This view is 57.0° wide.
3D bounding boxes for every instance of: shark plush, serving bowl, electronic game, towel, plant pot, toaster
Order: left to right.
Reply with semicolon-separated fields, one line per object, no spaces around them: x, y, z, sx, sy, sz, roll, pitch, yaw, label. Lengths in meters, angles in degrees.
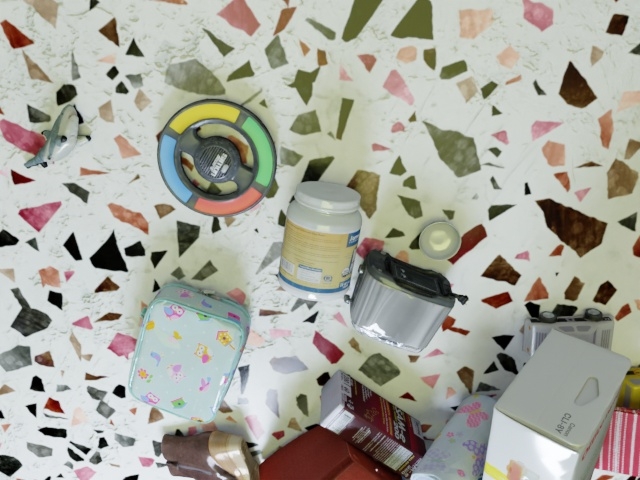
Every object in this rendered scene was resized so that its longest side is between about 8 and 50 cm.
-0.509;-0.189;1.134;0.161;0.073;0.067;-34;88;35;shark plush
-0.197;-0.153;1.124;0.229;0.048;0.229;0;111;1;electronic game
0.042;0.558;1.299;0.267;0.267;0.236;41;96;-13;plant pot
0.164;0.127;1.184;0.226;0.129;0.146;20;115;-9;toaster
0.237;-0.002;1.182;0.083;0.027;0.083;0;112;1;serving bowl
0.632;0.428;1.277;0.274;0.031;0.199;3;121;28;towel

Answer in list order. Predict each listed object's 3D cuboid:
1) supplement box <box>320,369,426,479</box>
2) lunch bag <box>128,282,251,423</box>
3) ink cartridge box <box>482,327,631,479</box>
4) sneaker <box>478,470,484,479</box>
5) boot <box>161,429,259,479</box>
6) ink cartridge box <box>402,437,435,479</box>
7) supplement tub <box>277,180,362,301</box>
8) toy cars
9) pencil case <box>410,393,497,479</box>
0.115;0.400;1.290;0.239;0.130;0.073;35;108;-12;supplement box
-0.281;0.230;1.246;0.224;0.108;0.279;21;109;-1;lunch bag
0.447;0.409;1.158;0.160;0.279;0.385;23;130;33;ink cartridge box
0.438;0.574;1.389;0.190;0.071;0.083;-26;115;20;sneaker
-0.253;0.553;1.402;0.206;0.090;0.249;-6;113;17;boot
0.255;0.567;1.352;0.128;0.127;0.176;8;111;-2;ink cartridge box
0.000;0.000;1.127;0.144;0.144;0.200;9;112;-2;supplement tub
0.607;0.267;1.245;0.393;0.087;0.176;35;108;-11;toy cars
0.298;0.442;1.227;0.124;0.273;0.114;18;128;32;pencil case
